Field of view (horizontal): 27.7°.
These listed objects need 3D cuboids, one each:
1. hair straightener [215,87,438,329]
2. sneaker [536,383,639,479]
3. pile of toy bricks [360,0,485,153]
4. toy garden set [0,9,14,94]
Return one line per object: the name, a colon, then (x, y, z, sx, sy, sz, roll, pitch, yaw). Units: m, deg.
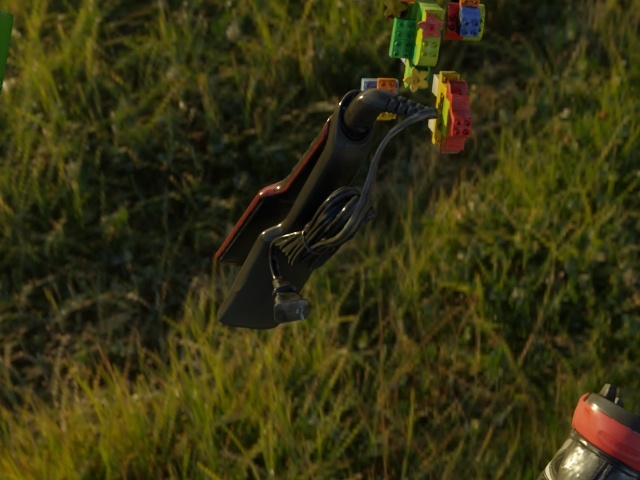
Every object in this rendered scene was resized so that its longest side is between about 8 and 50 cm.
hair straightener: (0.000, 0.000, 0.674, 0.047, 0.230, 0.089, 10, 61, -24)
sneaker: (0.233, 0.199, 1.046, 0.097, 0.276, 0.135, 30, 88, 21)
pile of toy bricks: (0.079, -0.171, 1.035, 0.118, 0.212, 0.105, 1, 21, -9)
toy garden set: (-0.237, -0.207, 0.660, 0.203, 0.049, 0.244, 10, 90, 23)
